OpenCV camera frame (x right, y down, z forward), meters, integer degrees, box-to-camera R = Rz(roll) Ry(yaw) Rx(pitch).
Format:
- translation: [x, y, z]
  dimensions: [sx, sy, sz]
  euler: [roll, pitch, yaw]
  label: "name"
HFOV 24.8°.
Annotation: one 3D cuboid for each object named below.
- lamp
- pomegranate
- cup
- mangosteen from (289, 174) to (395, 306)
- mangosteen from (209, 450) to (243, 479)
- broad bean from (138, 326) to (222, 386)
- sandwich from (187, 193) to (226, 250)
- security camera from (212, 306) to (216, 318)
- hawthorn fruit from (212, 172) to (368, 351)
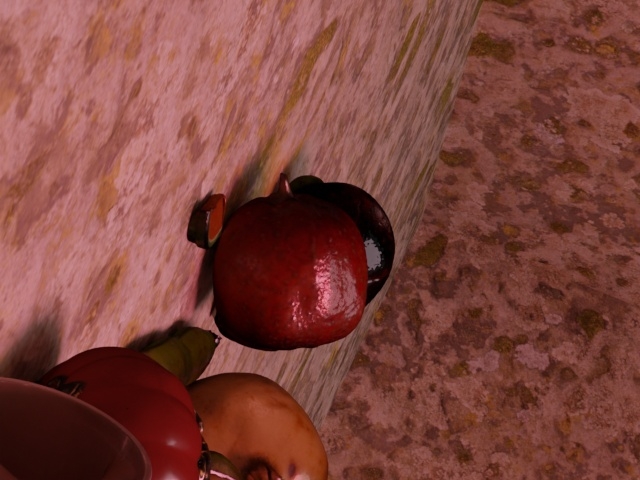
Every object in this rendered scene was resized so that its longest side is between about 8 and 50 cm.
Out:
- translation: [-0.212, 0.210, 1.372]
  dimensions: [0.227, 0.226, 0.227]
  euler: [22, 90, -81]
  label: "lamp"
- translation: [-0.128, 0.318, 1.946]
  dimensions: [0.307, 0.307, 0.307]
  euler: [22, 90, -81]
  label: "pomegranate"
- translation: [-0.280, 0.242, 1.158]
  dimensions: [0.252, 0.191, 0.200]
  euler: [5, 113, -50]
  label: "cup"
- translation: [0.006, 0.010, 2.223]
  dimensions: [0.216, 0.216, 0.216]
  euler: [22, 90, -81]
  label: "mangosteen"
- translation: [-0.198, 0.394, 1.562]
  dimensions: [0.330, 0.330, 0.330]
  euler: [22, 90, -81]
  label: "mangosteen"
- translation: [-0.186, 0.155, 1.833]
  dimensions: [0.339, 0.061, 0.077]
  euler: [-25, 129, -79]
  label: "broad bean"
- translation: [-0.139, -0.023, 1.806]
  dimensions: [0.101, 0.026, 0.069]
  euler: [-54, 160, -68]
  label: "sandwich"
- translation: [-0.128, 0.076, 2.079]
  dimensions: [0.092, 0.058, 0.058]
  euler: [-58, 177, 29]
  label: "security camera"
- translation: [-0.041, 0.027, 1.950]
  dimensions: [0.215, 0.215, 0.250]
  euler: [-46, 132, -68]
  label: "hawthorn fruit"
